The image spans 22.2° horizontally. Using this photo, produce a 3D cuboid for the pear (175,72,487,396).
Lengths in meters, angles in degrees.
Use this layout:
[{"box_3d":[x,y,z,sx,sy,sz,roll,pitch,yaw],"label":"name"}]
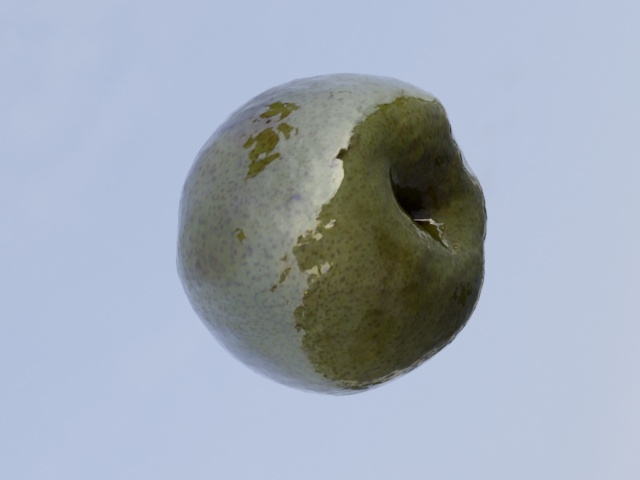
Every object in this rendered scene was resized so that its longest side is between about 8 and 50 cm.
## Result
[{"box_3d":[0.000,0.000,1.119,0.188,0.211,0.228,34,-130,-36],"label":"pear"}]
